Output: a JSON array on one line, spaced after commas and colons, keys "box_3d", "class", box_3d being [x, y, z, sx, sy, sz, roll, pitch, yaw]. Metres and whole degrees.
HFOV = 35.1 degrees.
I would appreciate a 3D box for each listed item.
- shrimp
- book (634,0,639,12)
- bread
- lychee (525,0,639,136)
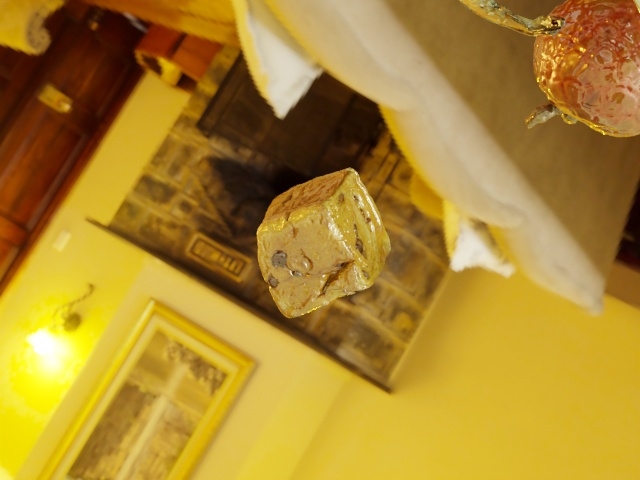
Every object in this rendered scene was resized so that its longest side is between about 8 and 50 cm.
[{"box_3d": [0.211, -0.284, 1.147, 0.148, 0.035, 0.195, 35, 176, 13], "class": "shrimp"}, {"box_3d": [0.370, -0.297, 1.162, 0.269, 0.025, 0.191, 59, -153, -13], "class": "book"}, {"box_3d": [0.000, 0.000, 1.380, 0.149, 0.143, 0.158, 66, -155, -16], "class": "bread"}, {"box_3d": [0.448, -0.267, 1.562, 0.255, 0.300, 0.255, 27, -154, -14], "class": "lychee"}]
